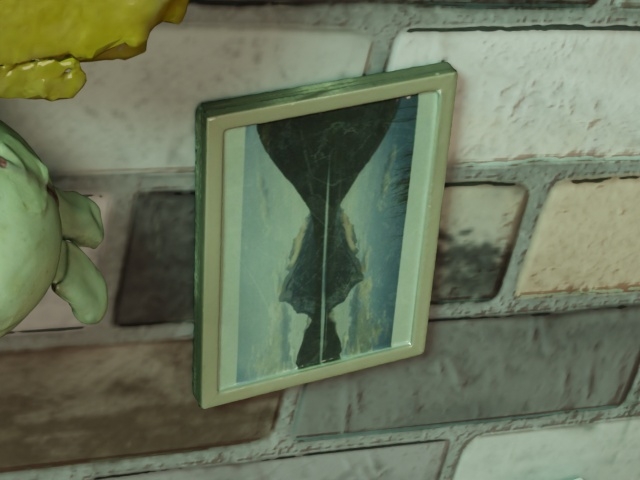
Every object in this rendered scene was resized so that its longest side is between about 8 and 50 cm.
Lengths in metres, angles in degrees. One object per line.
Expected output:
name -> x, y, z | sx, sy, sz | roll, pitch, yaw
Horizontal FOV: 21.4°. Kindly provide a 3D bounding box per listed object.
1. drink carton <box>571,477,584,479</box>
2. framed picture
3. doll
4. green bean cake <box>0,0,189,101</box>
drink carton -> 0.145, 0.326, 1.225 | 0.131, 0.106, 0.315 | -16, 129, -19
framed picture -> 0.000, 0.000, 0.958 | 0.150, 0.015, 0.203 | -11, 128, -21
doll -> -0.214, -0.011, 0.747 | 0.275, 0.154, 0.113 | 1, 143, -26
green bean cake -> -0.159, -0.176, 0.663 | 0.230, 0.131, 0.224 | -5, 128, -29
